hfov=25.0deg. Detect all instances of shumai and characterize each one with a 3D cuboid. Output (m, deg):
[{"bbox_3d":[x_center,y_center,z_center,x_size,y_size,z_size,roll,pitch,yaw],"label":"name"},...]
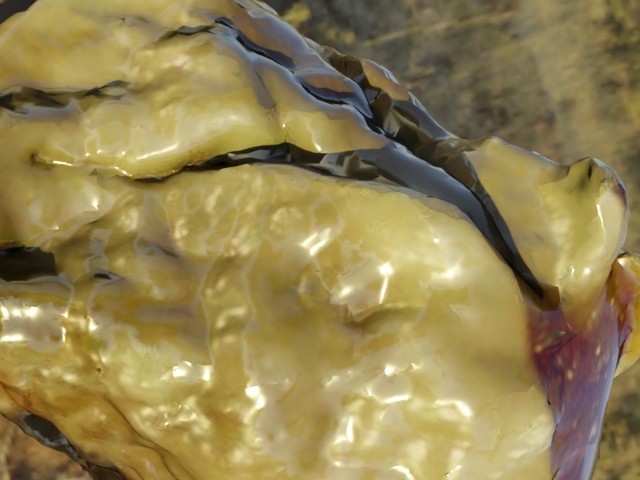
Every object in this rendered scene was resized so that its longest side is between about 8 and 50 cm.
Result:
[{"bbox_3d":[0.002,-0.002,0.456,0.218,0.185,0.184,41,49,-38],"label":"shumai"}]
